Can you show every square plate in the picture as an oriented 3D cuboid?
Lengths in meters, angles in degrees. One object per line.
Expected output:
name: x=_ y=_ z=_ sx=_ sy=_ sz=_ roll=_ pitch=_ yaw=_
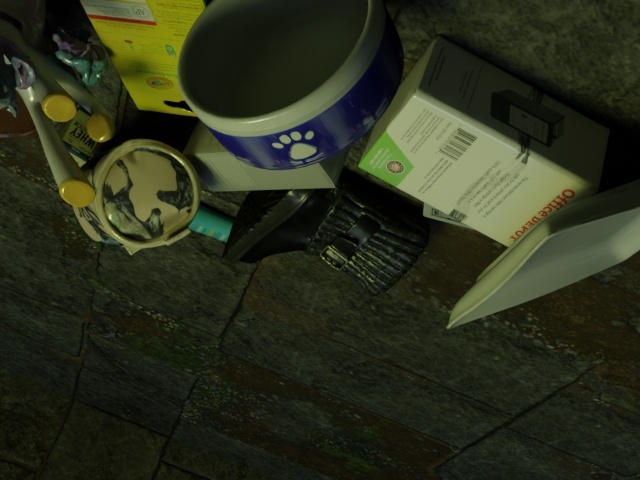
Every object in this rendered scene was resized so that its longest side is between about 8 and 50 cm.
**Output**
square plate: x=0.367 y=-0.002 z=1.448 sx=0.344 sy=0.049 sz=0.347 roll=-18 pitch=162 yaw=-22

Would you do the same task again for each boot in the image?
boot: x=-0.001 y=0.003 z=1.804 sx=0.260 sy=0.131 sz=0.348 roll=30 pitch=150 yaw=-18

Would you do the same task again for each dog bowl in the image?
dog bowl: x=-0.036 y=-0.219 z=1.284 sx=0.265 sy=0.265 sz=0.104 roll=3 pitch=150 yaw=30

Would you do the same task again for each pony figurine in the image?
pony figurine: x=-0.433 y=-0.256 z=1.426 sx=0.303 sy=0.363 sz=0.351 roll=-39 pitch=137 yaw=9

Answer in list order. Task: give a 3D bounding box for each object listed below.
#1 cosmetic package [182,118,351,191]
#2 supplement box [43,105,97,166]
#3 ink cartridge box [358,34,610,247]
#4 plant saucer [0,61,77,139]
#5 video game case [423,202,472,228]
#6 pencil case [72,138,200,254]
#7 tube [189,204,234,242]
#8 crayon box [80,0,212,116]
cosmetic package: x=-0.076 y=-0.151 z=1.585 sx=0.238 sy=0.127 sz=0.107 roll=4 pitch=147 yaw=32
supplement box: x=-0.425 y=-0.173 z=1.821 sx=0.056 sy=0.083 sz=0.083 roll=33 pitch=150 yaw=-24
ink cartridge box: x=0.219 y=-0.123 z=1.428 sx=0.273 sy=0.115 sz=0.198 roll=27 pitch=148 yaw=-8
plant saucer: x=-0.556 y=-0.251 z=1.729 sx=0.310 sy=0.050 sz=0.310 roll=3 pitch=153 yaw=2
video game case: x=0.256 y=-0.065 z=1.629 sx=0.190 sy=0.022 sz=0.173 roll=16 pitch=152 yaw=11
pencil case: x=-0.308 y=-0.066 z=1.723 sx=0.183 sy=0.160 sz=0.410 roll=50 pitch=167 yaw=-12
tube: x=-0.181 y=-0.022 z=1.978 sx=0.207 sy=0.052 sz=0.080 roll=23 pitch=164 yaw=-17
crayon box: x=-0.210 y=-0.296 z=1.459 sx=0.202 sy=0.081 sz=0.318 roll=11 pitch=150 yaw=18
